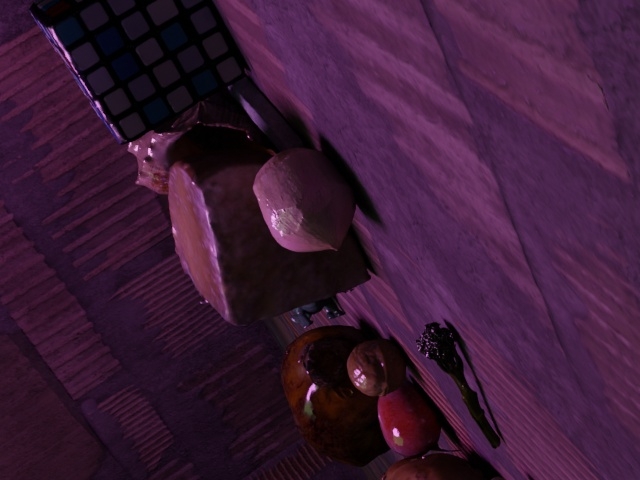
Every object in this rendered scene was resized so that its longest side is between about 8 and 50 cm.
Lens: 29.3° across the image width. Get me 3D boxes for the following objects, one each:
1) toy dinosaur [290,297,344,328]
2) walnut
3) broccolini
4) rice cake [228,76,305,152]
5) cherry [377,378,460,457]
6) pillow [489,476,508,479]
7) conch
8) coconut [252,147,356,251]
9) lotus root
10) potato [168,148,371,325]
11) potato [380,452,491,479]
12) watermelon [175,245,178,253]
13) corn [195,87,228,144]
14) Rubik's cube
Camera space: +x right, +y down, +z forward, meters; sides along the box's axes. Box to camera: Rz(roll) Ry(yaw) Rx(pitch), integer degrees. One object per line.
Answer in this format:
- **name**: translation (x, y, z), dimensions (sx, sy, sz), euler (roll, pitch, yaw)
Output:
- **toy dinosaur**: translation (-0.016, 0.114, 2.121), dimensions (0.120, 0.079, 0.292), euler (59, 172, 25)
- **walnut**: translation (0.081, 0.182, 1.755), dimensions (0.092, 0.092, 0.092), euler (55, 172, 11)
- **broccolini**: translation (0.168, 0.168, 1.384), dimensions (0.218, 0.042, 0.044), euler (55, 174, -36)
- **rice cake**: translation (-0.068, -0.153, 1.511), dimensions (0.171, 0.029, 0.033), euler (49, 163, 39)
- **cherry**: translation (0.130, 0.271, 1.804), dimensions (0.126, 0.087, 0.106), euler (47, 164, 37)
- **pillow**: translation (0.307, 0.434, 1.418), dimensions (0.274, 0.076, 0.281), euler (45, 167, 49)
- **conch**: translation (-0.138, -0.123, 1.607), dimensions (0.245, 0.163, 0.178), euler (20, 176, -13)
- **coconut**: translation (-0.013, -0.037, 1.361), dimensions (0.124, 0.110, 0.110), euler (61, 174, 22)
- **lotus root**: translation (0.033, 0.254, 1.987), dimensions (0.196, 0.179, 0.397), euler (51, 171, 25)
- **potato**: translation (-0.080, -0.047, 1.543), dimensions (0.189, 0.211, 0.264), euler (-128, 20, -50)
- **potato**: translation (0.178, 0.376, 1.717), dimensions (0.191, 0.141, 0.296), euler (30, 170, -9)
- **watermelon**: translation (-0.158, -0.015, 2.163), dimensions (0.260, 0.176, 0.256), euler (18, 145, 38)
- **corn**: translation (-0.189, -0.230, 1.708), dimensions (0.290, 0.098, 0.098), euler (61, 171, -21)
- **Rubik's cube**: translation (-0.231, -0.253, 1.524), dimensions (0.184, 0.187, 0.182), euler (62, 171, -27)
